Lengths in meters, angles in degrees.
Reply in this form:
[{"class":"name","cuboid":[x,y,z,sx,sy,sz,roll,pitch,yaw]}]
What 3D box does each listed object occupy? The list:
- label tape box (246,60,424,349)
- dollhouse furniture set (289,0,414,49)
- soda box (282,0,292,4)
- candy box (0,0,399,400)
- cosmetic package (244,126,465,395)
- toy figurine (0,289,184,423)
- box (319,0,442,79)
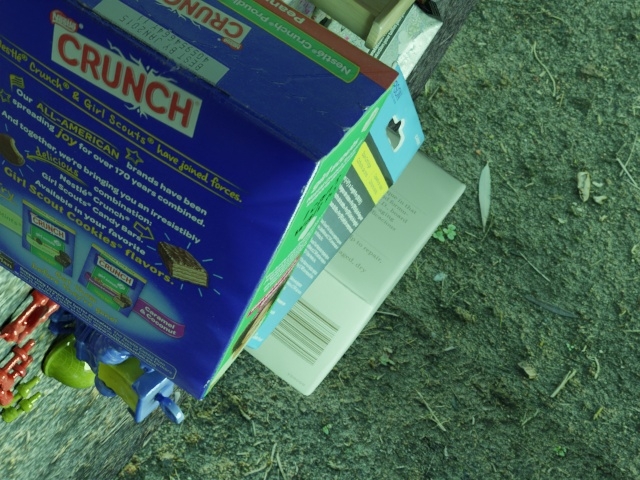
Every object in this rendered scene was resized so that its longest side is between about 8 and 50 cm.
[{"class":"label tape box","cuboid":[-0.036,-0.050,1.178,0.347,0.115,0.249,-52,163,-3]},{"class":"dollhouse furniture set","cuboid":[-0.017,-0.223,1.208,0.303,0.174,0.355,-51,173,-26]},{"class":"soda box","cuboid":[-0.025,-0.315,0.996,0.263,0.092,0.083,-51,174,-28]},{"class":"candy box","cuboid":[-0.131,-0.060,0.756,0.122,0.268,0.317,-54,176,-40]},{"class":"cosmetic package","cuboid":[0.000,0.000,1.899,0.393,0.327,0.329,-48,172,-43]},{"class":"toy figurine","cuboid":[-0.278,0.189,1.308,0.191,0.217,0.362,-50,173,-31]},{"class":"box","cuboid":[0.051,-0.268,1.498,0.247,0.142,0.163,-57,-170,21]}]
